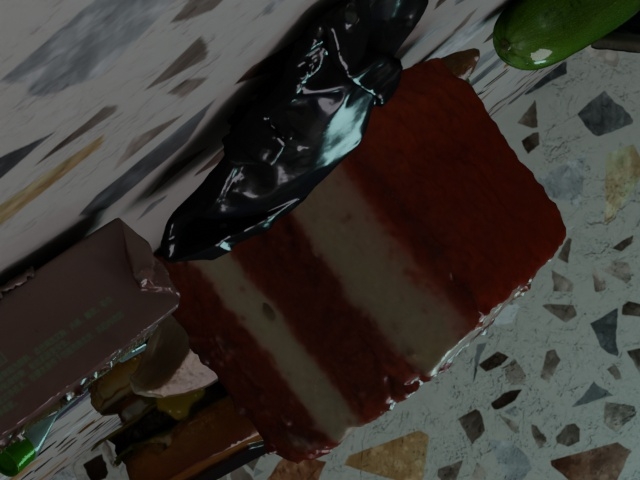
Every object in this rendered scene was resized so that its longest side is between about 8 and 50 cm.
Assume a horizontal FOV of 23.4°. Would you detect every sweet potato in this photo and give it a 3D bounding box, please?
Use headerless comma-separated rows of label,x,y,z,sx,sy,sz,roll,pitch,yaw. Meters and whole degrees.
sweet potato,0.097,-0.152,1.716,0.202,0.058,0.055,-36,-139,32

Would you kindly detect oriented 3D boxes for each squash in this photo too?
squash,0.327,-0.294,1.877,0.379,0.101,0.101,-36,176,-45

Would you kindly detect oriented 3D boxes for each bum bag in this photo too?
bum bag,-0.019,-0.084,1.144,0.137,0.074,0.310,-19,159,-43

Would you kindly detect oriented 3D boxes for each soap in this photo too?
soap,-0.236,0.102,1.113,0.273,0.098,0.218,-37,176,-30

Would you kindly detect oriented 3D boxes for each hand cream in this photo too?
hand cream,-0.353,0.233,2.162,0.079,0.050,0.275,-9,-157,38

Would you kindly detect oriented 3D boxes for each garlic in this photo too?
garlic,-0.136,0.082,1.686,0.129,0.090,0.198,-12,137,-43

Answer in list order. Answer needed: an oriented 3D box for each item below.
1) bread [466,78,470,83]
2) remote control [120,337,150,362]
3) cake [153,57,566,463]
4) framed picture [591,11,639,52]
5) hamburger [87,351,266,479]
bread,0.188,-0.081,2.001,0.045,0.301,0.301,-6,178,3
remote control,-0.137,0.046,1.812,0.293,0.051,0.103,-33,156,-51
cake,0.049,0.015,1.527,0.319,0.269,0.270,-40,176,41
framed picture,0.515,-0.284,1.995,0.247,0.335,0.022,-74,170,-59
hamburger,-0.159,0.192,1.988,0.291,0.225,0.291,-27,170,-5
